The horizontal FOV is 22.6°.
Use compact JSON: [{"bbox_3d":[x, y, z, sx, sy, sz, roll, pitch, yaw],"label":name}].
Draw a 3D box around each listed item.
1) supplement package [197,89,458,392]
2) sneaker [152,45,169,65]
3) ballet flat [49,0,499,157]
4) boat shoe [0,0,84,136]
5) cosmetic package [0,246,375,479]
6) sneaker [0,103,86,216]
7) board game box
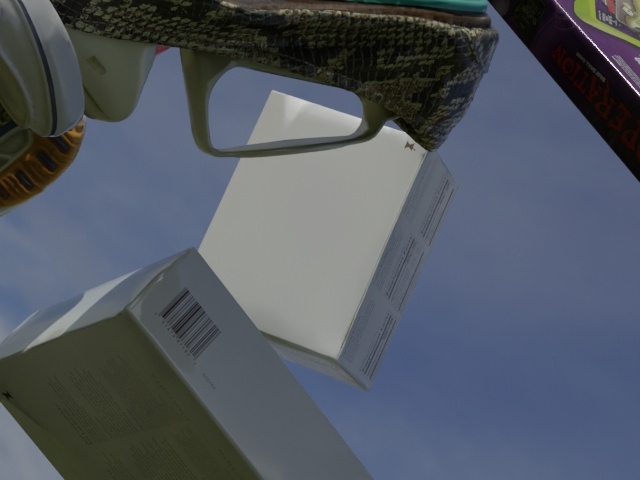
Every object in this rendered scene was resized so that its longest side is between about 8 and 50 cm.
[{"bbox_3d":[0.000,0.000,1.780,0.204,0.262,0.145,20,-12,22],"label":"supplement package"},{"bbox_3d":[-0.209,-0.305,1.457,0.136,0.116,0.314,-30,-85,27],"label":"sneaker"},{"bbox_3d":[-0.082,-0.155,1.244,0.482,0.182,0.164,11,14,-27],"label":"ballet flat"},{"bbox_3d":[-0.243,-0.170,1.037,0.096,0.088,0.267,20,-39,45],"label":"boat shoe"},{"bbox_3d":[-0.097,0.204,1.390,0.284,0.097,0.377,-21,-70,49],"label":"cosmetic package"},{"bbox_3d":[-0.328,-0.035,1.397,0.112,0.296,0.131,60,1,-10],"label":"sneaker"},{"bbox_3d":[0.210,-0.160,1.094,0.347,0.208,0.056,58,-41,36],"label":"board game box"}]
